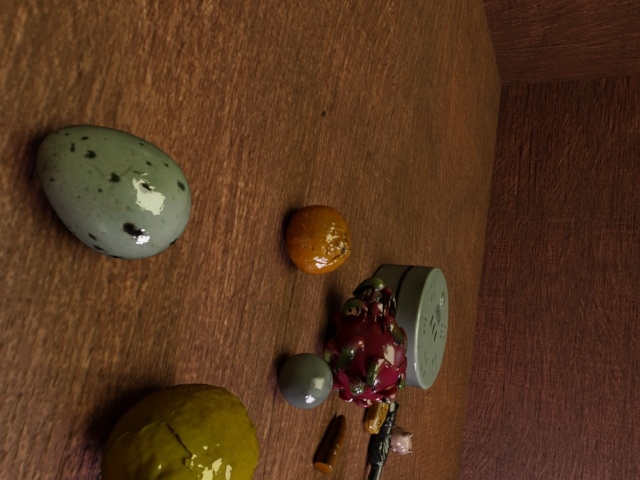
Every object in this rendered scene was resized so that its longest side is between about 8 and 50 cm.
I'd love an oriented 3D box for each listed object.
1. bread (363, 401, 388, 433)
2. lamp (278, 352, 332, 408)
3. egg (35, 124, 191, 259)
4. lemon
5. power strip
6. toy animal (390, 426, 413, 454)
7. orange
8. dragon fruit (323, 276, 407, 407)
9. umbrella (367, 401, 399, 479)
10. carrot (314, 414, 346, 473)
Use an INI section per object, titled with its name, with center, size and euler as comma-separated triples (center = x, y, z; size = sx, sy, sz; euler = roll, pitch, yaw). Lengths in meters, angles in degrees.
[bread]
center = 0.156, 0.483, 1.405
size = 0.111, 0.044, 0.083
euler = -65, 150, -33
[lamp]
center = -0.028, 0.264, 0.952
size = 0.105, 0.105, 0.105
euler = -15, 107, -62
[egg]
center = -0.216, -0.053, 0.532
size = 0.164, 0.131, 0.131
euler = 43, 53, -28
[lemon]
center = -0.165, 0.261, 0.613
size = 0.193, 0.180, 0.181
euler = -43, 131, -52
[power strip]
center = 0.243, 0.244, 1.411
size = 0.357, 0.161, 0.358
euler = -15, 107, -61
[toy animal]
center = 0.243, 0.617, 1.558
size = 0.150, 0.083, 0.089
euler = 76, 18, -53
[orange]
center = 0.001, -0.001, 0.957
size = 0.135, 0.117, 0.136
euler = 7, 90, -69
[dragon fruit]
center = 0.106, 0.233, 1.135
size = 0.198, 0.218, 0.273
euler = 148, -49, -67
[umbrella]
center = 0.174, 0.568, 1.439
size = 0.066, 0.059, 0.236
euler = 37, 61, -32
[carrot]
center = 0.033, 0.462, 1.157
size = 0.139, 0.048, 0.048
euler = -56, 141, -45
